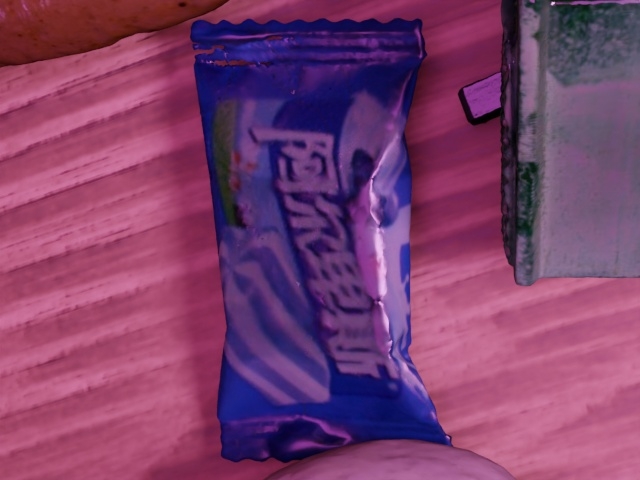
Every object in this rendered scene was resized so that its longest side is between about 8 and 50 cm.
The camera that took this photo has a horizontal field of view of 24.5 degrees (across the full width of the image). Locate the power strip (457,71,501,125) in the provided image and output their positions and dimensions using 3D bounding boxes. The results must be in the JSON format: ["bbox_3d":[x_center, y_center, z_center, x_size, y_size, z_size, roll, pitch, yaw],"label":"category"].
[{"bbox_3d":[0.155,-0.117,1.063,0.111,0.038,0.029,-22,85,11],"label":"power strip"}]

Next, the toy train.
[{"bbox_3d":[0.217,-0.092,0.953,0.201,0.145,0.266,1,131,7],"label":"toy train"}]

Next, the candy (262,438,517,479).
[{"bbox_3d":[0.036,0.277,1.013,0.295,0.185,0.296,1,95,14],"label":"candy"}]

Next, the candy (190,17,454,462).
[{"bbox_3d":[0.000,0.000,1.081,0.187,0.077,0.331,-1,92,15],"label":"candy"}]

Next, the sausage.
[{"bbox_3d":[-0.285,-0.191,1.114,0.500,0.123,0.136,-8,46,14],"label":"sausage"}]
